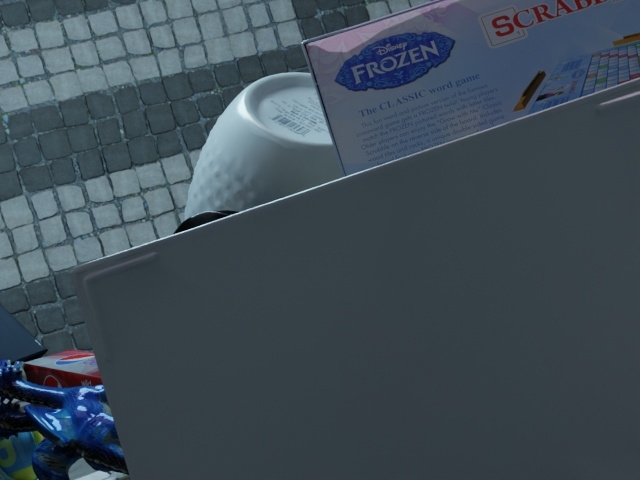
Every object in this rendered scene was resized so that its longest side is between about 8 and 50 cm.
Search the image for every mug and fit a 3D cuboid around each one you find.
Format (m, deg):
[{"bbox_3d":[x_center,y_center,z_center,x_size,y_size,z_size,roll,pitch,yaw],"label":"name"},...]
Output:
[{"bbox_3d":[0.000,0.000,1.249,0.276,0.374,0.328,-23,-42,-35],"label":"mug"}]

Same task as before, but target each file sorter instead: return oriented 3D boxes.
[{"bbox_3d":[0.069,0.061,0.479,0.278,0.192,0.173,-18,-3,19],"label":"file sorter"}]

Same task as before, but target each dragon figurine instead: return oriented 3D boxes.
[{"bbox_3d":[-0.246,0.200,1.031,0.144,0.085,0.289,-10,26,-28],"label":"dragon figurine"}]

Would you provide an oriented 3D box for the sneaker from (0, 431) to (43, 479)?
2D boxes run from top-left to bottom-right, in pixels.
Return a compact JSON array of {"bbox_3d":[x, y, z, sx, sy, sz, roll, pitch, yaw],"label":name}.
[{"bbox_3d":[-0.426,0.255,1.101,0.208,0.127,0.319,-19,0,24],"label":"sneaker"}]

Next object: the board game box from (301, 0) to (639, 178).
[{"bbox_3d":[0.180,-0.037,0.667,0.319,0.318,0.066,-17,-24,4],"label":"board game box"}]

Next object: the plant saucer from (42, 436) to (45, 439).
[{"bbox_3d":[-0.430,0.300,1.602,0.258,0.047,0.259,-18,-1,32],"label":"plant saucer"}]

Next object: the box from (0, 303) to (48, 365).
[{"bbox_3d":[-0.603,0.223,1.513,0.312,0.179,0.343,-45,2,-5],"label":"box"}]

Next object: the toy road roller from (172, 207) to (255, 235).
[{"bbox_3d":[-0.015,0.114,1.028,0.330,0.240,0.202,21,8,12],"label":"toy road roller"}]

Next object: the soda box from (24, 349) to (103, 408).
[{"bbox_3d":[-0.316,0.213,1.443,0.083,0.092,0.263,-14,9,-42],"label":"soda box"}]
